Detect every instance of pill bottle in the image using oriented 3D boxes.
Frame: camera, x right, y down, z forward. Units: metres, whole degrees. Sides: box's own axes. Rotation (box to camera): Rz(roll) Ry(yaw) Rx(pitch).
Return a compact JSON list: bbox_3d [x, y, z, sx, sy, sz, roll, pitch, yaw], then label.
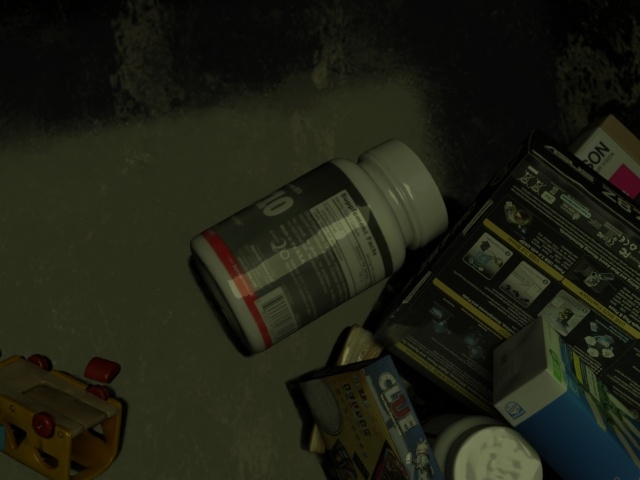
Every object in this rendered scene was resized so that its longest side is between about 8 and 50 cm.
[{"bbox_3d":[0.000,0.000,1.261,0.283,0.161,0.161,-30,87,-12],"label":"pill bottle"},{"bbox_3d":[0.175,0.264,1.217,0.121,0.221,0.121,1,82,-8],"label":"pill bottle"}]

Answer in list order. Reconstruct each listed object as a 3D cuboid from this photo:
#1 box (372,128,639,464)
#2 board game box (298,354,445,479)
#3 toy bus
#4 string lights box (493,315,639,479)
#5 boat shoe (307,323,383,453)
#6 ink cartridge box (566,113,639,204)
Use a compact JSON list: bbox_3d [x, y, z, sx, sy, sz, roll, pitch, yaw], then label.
[{"bbox_3d":[0.310,0.109,1.233,0.395,0.097,0.318,35,117,-2],"label":"box"},{"bbox_3d":[0.072,0.256,1.174,0.042,0.165,0.243,-23,89,-29],"label":"board game box"},{"bbox_3d":[-0.331,0.210,1.209,0.190,0.202,0.104,3,112,-15],"label":"toy bus"},{"bbox_3d":[0.303,0.221,1.157,0.076,0.133,0.260,-40,101,21],"label":"string lights box"},{"bbox_3d":[0.034,0.190,1.288,0.059,0.063,0.170,22,79,1],"label":"boat shoe"},{"bbox_3d":[0.359,-0.013,1.352,0.193,0.088,0.235,43,80,-2],"label":"ink cartridge box"}]
